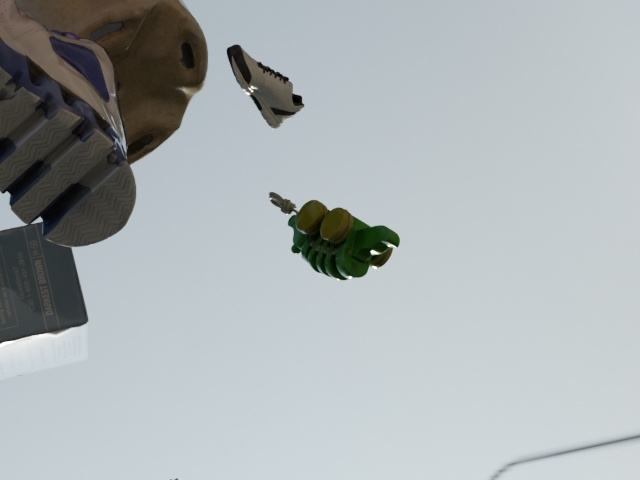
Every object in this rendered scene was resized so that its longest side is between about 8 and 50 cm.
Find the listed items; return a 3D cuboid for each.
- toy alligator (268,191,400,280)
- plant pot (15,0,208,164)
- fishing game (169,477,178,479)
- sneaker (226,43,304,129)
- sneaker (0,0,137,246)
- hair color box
[{"bbox_3d":[0.000,0.000,1.199,0.056,0.189,0.051,32,-97,-33],"label":"toy alligator"},{"bbox_3d":[-0.288,-0.243,1.596,0.305,0.334,0.334,48,-163,32],"label":"plant pot"},{"bbox_3d":[-0.168,0.266,1.002,0.264,0.189,0.041,-84,-17,-54],"label":"fishing game"},{"bbox_3d":[-0.054,-0.156,1.435,0.109,0.043,0.040,50,-162,-45],"label":"sneaker"},{"bbox_3d":[-0.269,-0.146,1.237,0.315,0.127,0.182,51,-169,-16],"label":"sneaker"},{"bbox_3d":[-0.419,0.091,1.432,0.185,0.374,0.114,118,137,-72],"label":"hair color box"}]
